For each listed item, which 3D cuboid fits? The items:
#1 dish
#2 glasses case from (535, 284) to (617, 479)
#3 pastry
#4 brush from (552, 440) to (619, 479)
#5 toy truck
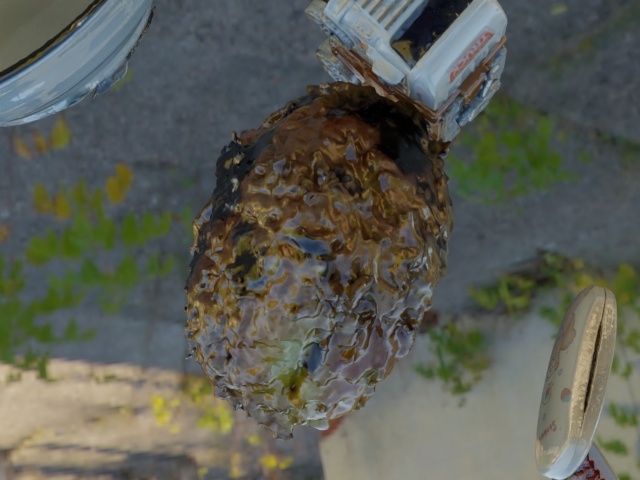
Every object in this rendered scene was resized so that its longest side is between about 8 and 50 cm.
[{"bbox_3d":[-0.220,-0.176,1.058,0.316,0.316,0.106,-20,135,17],"label":"dish"},{"bbox_3d":[0.252,0.138,1.405,0.051,0.204,0.081,22,150,-8],"label":"glasses case"},{"bbox_3d":[0.001,0.003,1.601,0.292,0.405,0.337,27,154,-8],"label":"pastry"},{"bbox_3d":[0.334,0.351,1.446,0.060,0.321,0.050,-32,-179,18],"label":"brush"},{"bbox_3d":[0.120,-0.235,1.711,0.173,0.207,0.387,-48,173,-1],"label":"toy truck"}]
